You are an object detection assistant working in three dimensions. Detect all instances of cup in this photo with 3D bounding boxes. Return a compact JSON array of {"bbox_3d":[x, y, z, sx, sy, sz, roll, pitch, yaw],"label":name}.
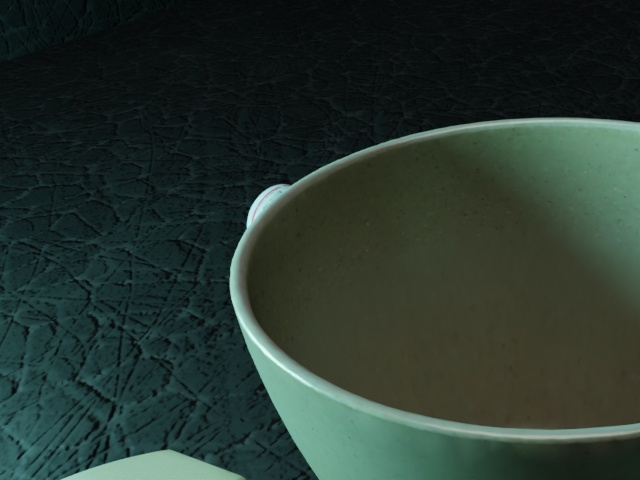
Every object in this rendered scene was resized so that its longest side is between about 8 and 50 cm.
[{"bbox_3d":[0.129,0.095,0.507,0.331,0.237,0.331,-7,28,4],"label":"cup"}]

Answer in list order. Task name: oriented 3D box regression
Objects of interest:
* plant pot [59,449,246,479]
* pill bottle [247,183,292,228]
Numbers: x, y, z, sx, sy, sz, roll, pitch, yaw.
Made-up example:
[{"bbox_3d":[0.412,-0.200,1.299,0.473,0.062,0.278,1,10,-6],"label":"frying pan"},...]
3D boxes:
[{"bbox_3d":[-0.101,0.197,0.536,0.109,0.109,0.096,10,21,32],"label":"plant pot"},{"bbox_3d":[0.000,0.000,0.877,0.087,0.087,0.160,-28,34,-31],"label":"pill bottle"}]
